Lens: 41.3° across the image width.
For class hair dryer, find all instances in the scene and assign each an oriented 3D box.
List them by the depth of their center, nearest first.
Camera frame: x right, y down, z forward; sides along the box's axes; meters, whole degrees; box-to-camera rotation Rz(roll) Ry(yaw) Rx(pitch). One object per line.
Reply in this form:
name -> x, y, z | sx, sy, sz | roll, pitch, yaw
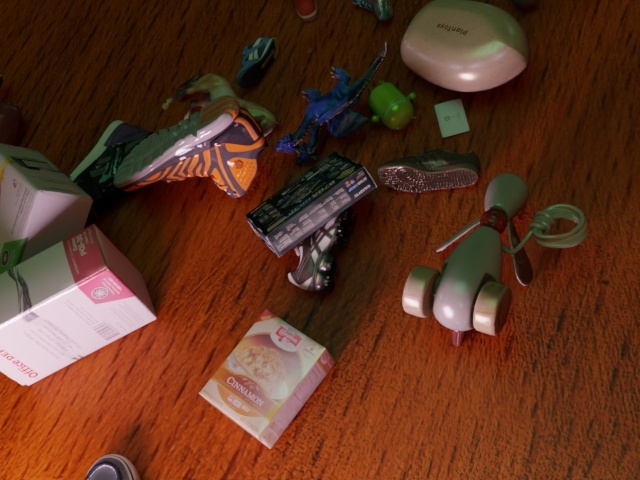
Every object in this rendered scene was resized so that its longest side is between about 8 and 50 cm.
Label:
hair dryer -> -0.780, -0.243, 1.958 | 0.224, 0.080, 0.293 | -39, 50, 11

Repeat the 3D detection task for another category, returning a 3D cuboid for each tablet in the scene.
tablet -> 0.256, -0.239, 1.658 | 0.054, 0.006, 0.083 | -14, 57, 9

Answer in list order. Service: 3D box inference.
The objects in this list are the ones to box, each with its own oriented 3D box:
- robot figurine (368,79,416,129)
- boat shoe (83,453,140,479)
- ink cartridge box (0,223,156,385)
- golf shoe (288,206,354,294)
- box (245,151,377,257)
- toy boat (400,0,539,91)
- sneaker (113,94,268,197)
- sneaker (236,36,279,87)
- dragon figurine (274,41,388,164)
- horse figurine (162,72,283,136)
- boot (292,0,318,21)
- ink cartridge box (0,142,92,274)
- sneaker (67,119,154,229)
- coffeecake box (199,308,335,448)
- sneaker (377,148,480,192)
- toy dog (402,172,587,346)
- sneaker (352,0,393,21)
robot figurine -> 0.139, -0.265, 1.672 | 0.101, 0.067, 0.115 | -32, 57, -7
boat shoe -> -0.383, 0.492, 1.338 | 0.127, 0.158, 0.340 | -3, 60, 16
ink cartridge box -> -0.478, 0.123, 1.553 | 0.283, 0.207, 0.117 | -28, 56, 0
golf shoe -> 0.000, 0.000, 1.557 | 0.094, 0.077, 0.198 | 10, 63, 22
box -> -0.023, -0.072, 1.568 | 0.220, 0.051, 0.175 | -36, 22, -6
toy boat -> 0.328, -0.421, 1.677 | 0.267, 0.148, 0.318 | 31, 81, 35
sneaker -> -0.243, -0.139, 1.666 | 0.321, 0.180, 0.124 | -23, 39, 25
sneaker -> -0.146, -0.386, 1.842 | 0.059, 0.053, 0.144 | 19, 60, 25
dragon figurine -> 0.037, -0.257, 1.657 | 0.289, 0.085, 0.144 | -28, 46, 25
horse figurine -> -0.222, -0.279, 1.795 | 0.174, 0.066, 0.263 | -40, 60, -1
boot -> -0.052, -0.569, 1.901 | 0.059, 0.084, 0.158 | -28, 55, 2
ink cartridge box -> -0.580, -0.050, 1.660 | 0.278, 0.117, 0.201 | 34, 107, 43
sneaker -> -0.430, -0.122, 1.747 | 0.124, 0.107, 0.283 | 18, 67, 19
coffeecake box -> -0.090, 0.234, 1.452 | 0.142, 0.068, 0.185 | 29, 72, 30
sneaker -> 0.203, -0.135, 1.591 | 0.189, 0.066, 0.071 | 3, 45, 13
toy dog -> 0.273, 0.050, 1.426 | 0.334, 0.161, 0.220 | -37, 53, -23
sneaker -> 0.107, -0.526, 1.849 | 0.076, 0.065, 0.166 | -28, 52, 20
